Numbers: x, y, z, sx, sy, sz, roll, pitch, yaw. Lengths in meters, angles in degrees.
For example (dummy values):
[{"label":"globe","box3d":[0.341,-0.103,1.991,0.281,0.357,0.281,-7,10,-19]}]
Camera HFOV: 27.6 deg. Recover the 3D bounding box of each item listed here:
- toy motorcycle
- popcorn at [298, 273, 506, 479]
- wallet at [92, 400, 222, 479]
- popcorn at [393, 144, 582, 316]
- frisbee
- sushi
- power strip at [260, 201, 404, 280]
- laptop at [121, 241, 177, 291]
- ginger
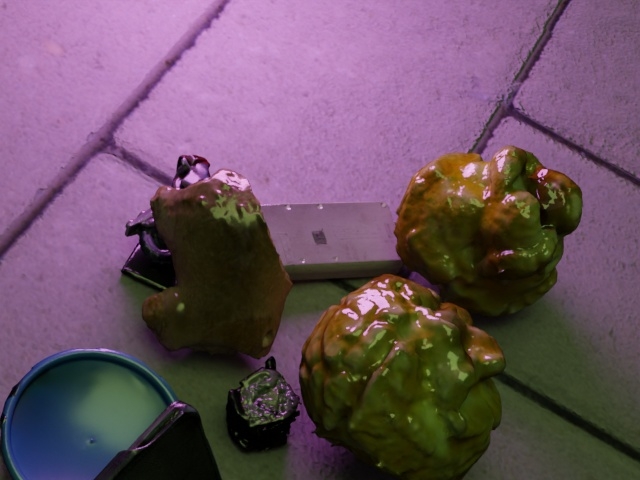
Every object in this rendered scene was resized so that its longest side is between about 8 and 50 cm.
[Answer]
[{"label":"toy motorcycle","box3d":[-0.199,-0.055,1.892,0.122,0.082,0.213,38,50,13]},{"label":"popcorn","box3d":[0.100,0.181,1.703,0.282,0.282,0.247,26,92,3]},{"label":"wallet","box3d":[-0.241,0.341,1.560,0.045,0.172,0.318,18,47,33]},{"label":"popcorn","box3d":[0.240,-0.024,1.903,0.277,0.276,0.225,11,59,-9]},{"label":"frisbee","box3d":[-0.291,0.252,1.678,0.242,0.045,0.242,9,59,-16]},{"label":"sushi","box3d":[-0.081,0.222,1.739,0.094,0.084,0.098,-19,58,-23]},{"label":"power strip","box3d":[0.000,0.000,1.939,0.271,0.046,0.118,-2,59,-24]},{"label":"laptop","box3d":[-0.173,0.038,1.888,0.197,0.016,0.135,25,51,2]},{"label":"ginger","box3d":[-0.150,0.042,1.780,0.221,0.130,0.275,-32,85,2]}]
